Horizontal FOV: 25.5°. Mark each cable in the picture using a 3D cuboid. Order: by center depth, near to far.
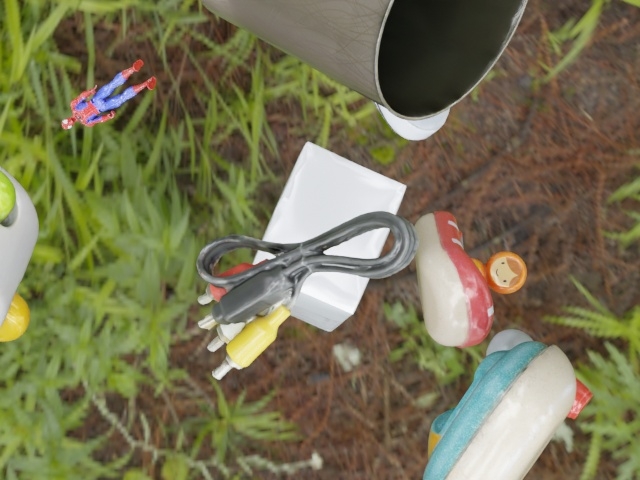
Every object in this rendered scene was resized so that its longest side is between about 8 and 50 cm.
[{"bbox_3d":[-0.023,0.030,1.495,0.287,0.139,0.072,-28,151,21],"label":"cable"}]

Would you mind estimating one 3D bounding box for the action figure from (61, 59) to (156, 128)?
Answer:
[{"bbox_3d":[-0.219,-0.141,1.423,0.115,0.030,0.038,-27,115,31],"label":"action figure"}]

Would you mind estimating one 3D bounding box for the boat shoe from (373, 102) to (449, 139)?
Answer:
[{"bbox_3d":[0.057,-0.232,1.624,0.113,0.306,0.105,1,150,-40],"label":"boat shoe"}]

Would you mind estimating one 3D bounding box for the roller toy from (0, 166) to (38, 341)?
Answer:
[{"bbox_3d":[-0.379,0.011,1.355,0.191,0.146,0.209,7,142,9],"label":"roller toy"}]

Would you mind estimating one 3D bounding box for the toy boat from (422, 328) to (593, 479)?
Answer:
[{"bbox_3d":[0.223,0.208,1.748,0.148,0.318,0.267,37,119,15],"label":"toy boat"}]

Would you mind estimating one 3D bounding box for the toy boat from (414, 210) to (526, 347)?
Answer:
[{"bbox_3d":[0.213,0.051,1.977,0.151,0.231,0.151,-7,115,2],"label":"toy boat"}]

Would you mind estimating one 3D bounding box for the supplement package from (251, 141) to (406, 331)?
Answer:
[{"bbox_3d":[0.000,0.000,1.927,0.149,0.203,0.194,24,79,-3],"label":"supplement package"}]

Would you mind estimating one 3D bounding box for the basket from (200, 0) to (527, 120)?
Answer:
[{"bbox_3d":[0.020,-0.210,1.117,0.204,0.227,0.154,-42,140,-30],"label":"basket"}]
